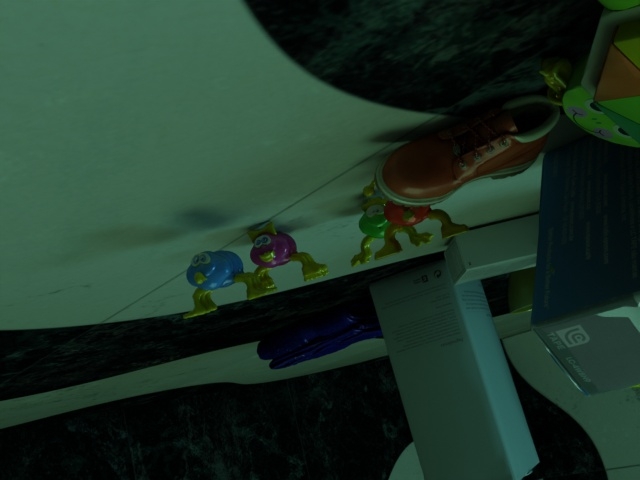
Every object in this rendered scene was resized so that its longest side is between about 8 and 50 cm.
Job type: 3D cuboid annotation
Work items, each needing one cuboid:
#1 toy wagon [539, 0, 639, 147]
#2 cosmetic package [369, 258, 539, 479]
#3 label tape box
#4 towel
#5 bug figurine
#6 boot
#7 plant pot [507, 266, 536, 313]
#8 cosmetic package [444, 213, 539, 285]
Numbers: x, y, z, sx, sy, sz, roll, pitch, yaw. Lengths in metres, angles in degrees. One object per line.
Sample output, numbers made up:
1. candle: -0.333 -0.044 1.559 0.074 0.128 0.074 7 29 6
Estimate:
1. toy wagon: 0.261 -0.085 0.442 0.267 0.068 0.344 31 166 -28
2. cosmetic package: 0.229 0.229 1.337 0.155 0.366 0.197 -20 165 22
3. label tape box: 0.360 -0.032 0.659 0.347 0.249 0.115 -22 121 34
4. towel: 0.039 0.196 1.635 0.227 0.076 0.308 0 161 -43
5. bug figurine: 0.000 0.000 0.780 0.278 0.072 0.216 -18 177 7
6. boot: 0.121 -0.078 0.648 0.157 0.059 0.085 -19 165 -16
7. plant pot: 0.403 0.073 1.463 0.134 0.095 0.134 -14 166 -3
8. cosmetic package: 0.306 0.001 1.139 0.238 0.061 0.099 -13 166 -5
